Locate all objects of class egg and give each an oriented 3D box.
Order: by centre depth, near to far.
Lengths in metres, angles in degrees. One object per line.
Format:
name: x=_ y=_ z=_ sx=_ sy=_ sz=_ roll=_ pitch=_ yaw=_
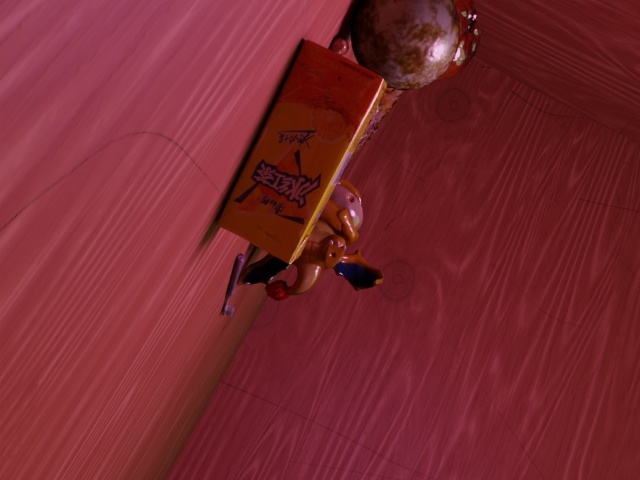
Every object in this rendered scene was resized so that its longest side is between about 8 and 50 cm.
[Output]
egg: x=0.184 y=-0.456 z=1.526 sx=0.289 sy=0.238 sz=0.238 roll=-88 pitch=-158 yaw=-60

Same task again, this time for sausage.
sausage: x=0.042 y=-0.404 z=1.459 sx=0.034 sy=0.034 sz=0.083 roll=-62 pitch=179 yaw=14

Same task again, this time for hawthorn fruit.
hawthorn fruit: x=0.248 y=-0.535 z=1.776 sx=0.254 sy=0.300 sz=0.254 roll=-10 pitch=102 yaw=-54

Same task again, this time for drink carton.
drink carton: x=-0.033 y=-0.151 z=1.209 sx=0.351 sy=0.154 sz=0.111 roll=-63 pitch=176 yaw=12

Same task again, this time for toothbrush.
toothbrush: x=-0.229 y=0.127 z=1.852 sx=0.354 sy=0.029 sz=0.024 roll=114 pitch=-9 yaw=-58

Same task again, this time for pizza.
pizza: x=0.127 y=-0.402 z=2.558 sx=0.440 sy=0.130 sz=0.406 roll=-51 pitch=-177 yaw=28

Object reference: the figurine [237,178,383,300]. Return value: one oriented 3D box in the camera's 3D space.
figurine: x=-0.037 y=-0.006 z=1.974 sx=0.387 sy=0.400 sz=0.268 roll=-75 pitch=154 yaw=-66
